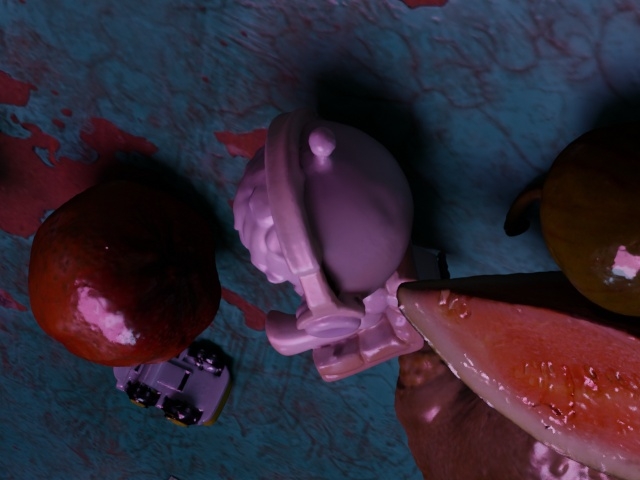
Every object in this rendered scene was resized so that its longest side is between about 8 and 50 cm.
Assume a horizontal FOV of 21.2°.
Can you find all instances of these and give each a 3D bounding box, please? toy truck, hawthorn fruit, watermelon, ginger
[{"bbox_3d":[-0.139,0.131,1.610,0.111,0.076,0.077,23,169,13],"label":"toy truck"},{"bbox_3d":[-0.172,0.035,1.407,0.157,0.157,0.194,40,147,-16],"label":"hawthorn fruit"},{"bbox_3d":[0.207,0.100,1.123,0.303,0.159,0.128,15,104,40],"label":"watermelon"},{"bbox_3d":[0.153,0.143,1.316,0.221,0.130,0.275,47,143,25],"label":"ginger"}]

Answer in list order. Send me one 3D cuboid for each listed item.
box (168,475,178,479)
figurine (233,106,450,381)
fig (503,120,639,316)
[{"bbox_3d":[-0.139,0.298,1.895,0.083,0.024,0.054,30,148,2],"label":"box"},{"bbox_3d":[0.003,-0.001,1.204,0.141,0.162,0.237,-11,150,12],"label":"figurine"},{"bbox_3d":[0.176,-0.020,1.100,0.124,0.124,0.236,43,170,-20],"label":"fig"}]
